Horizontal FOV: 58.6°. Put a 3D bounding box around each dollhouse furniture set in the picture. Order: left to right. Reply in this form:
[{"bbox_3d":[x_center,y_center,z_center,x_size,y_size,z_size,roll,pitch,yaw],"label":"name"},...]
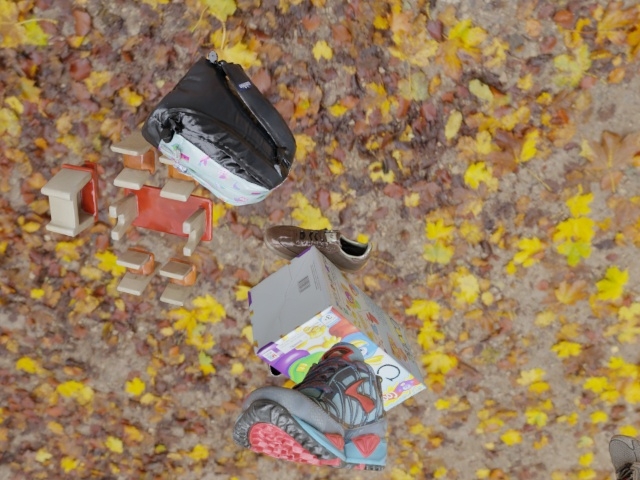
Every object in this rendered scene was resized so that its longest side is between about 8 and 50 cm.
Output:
[{"bbox_3d":[-0.301,-0.057,0.940,0.260,0.135,0.261,13,122,5],"label":"dollhouse furniture set"}]

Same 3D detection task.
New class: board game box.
[{"bbox_3d":[0.028,0.163,0.933,0.142,0.144,0.275,-36,126,15],"label":"board game box"}]

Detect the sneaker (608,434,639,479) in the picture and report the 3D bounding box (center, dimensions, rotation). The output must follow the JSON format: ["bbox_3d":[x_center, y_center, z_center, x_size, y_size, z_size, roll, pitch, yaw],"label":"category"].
[{"bbox_3d":[0.501,0.400,0.894,0.093,0.225,0.088,15,123,-4],"label":"sneaker"}]

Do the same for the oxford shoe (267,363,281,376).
[{"bbox_3d":[-0.033,0.152,1.090,0.097,0.098,0.271,20,121,-6],"label":"oxford shoe"}]

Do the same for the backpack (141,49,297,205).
[{"bbox_3d":[-0.123,-0.132,0.747,0.182,0.151,0.115,38,154,-16],"label":"backpack"}]

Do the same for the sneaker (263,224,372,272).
[{"bbox_3d":[0.000,0.000,0.972,0.189,0.066,0.071,14,141,-21],"label":"sneaker"}]

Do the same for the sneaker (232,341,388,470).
[{"bbox_3d":[-0.002,0.160,0.579,0.104,0.125,0.262,0,158,22],"label":"sneaker"}]
